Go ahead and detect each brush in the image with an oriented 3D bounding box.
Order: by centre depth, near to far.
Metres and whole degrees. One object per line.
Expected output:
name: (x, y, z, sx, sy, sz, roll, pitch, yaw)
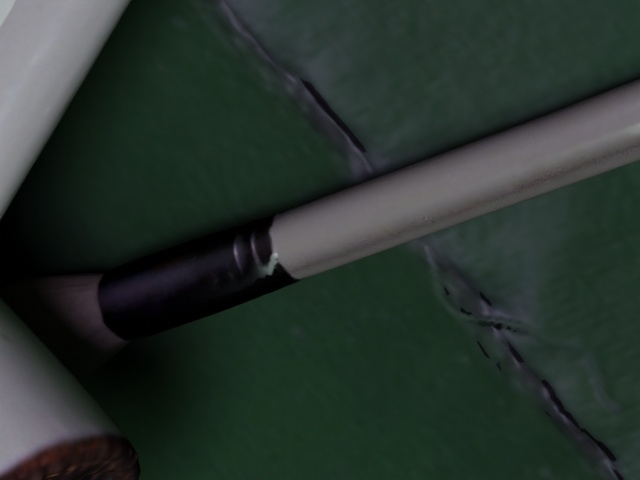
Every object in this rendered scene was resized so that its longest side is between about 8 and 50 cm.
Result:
brush: (0.000, 0.000, 0.615, 0.299, 0.042, 0.039, -19, 82, 33)

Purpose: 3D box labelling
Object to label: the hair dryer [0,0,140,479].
hair dryer: (-0.104, -0.046, 0.570, 0.203, 0.128, 0.362, 44, 117, 19)
